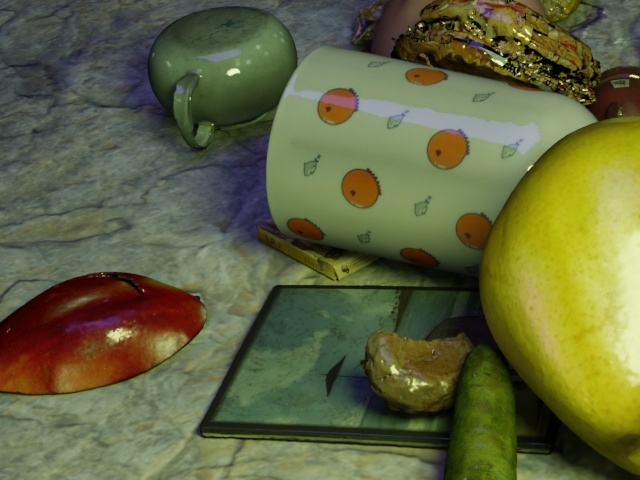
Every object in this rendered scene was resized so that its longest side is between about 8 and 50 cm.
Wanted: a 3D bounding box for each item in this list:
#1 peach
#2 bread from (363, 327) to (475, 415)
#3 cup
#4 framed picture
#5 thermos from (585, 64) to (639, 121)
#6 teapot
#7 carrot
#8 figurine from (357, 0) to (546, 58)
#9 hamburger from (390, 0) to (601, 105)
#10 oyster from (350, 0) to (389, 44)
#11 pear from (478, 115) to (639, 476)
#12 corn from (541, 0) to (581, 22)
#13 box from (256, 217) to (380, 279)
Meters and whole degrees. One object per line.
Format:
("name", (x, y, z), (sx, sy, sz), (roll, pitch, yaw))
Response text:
("peach", (-0.261, 0.084, 1.864), (0.279, 0.068, 0.189), (-17, 29, -13))
("bread", (0.094, 0.127, 1.654), (0.113, 0.060, 0.082), (7, 49, -19))
("cup", (0.129, -0.071, 1.854), (0.317, 0.212, 0.212), (14, 37, 24))
("framed picture", (0.079, 0.120, 1.758), (0.347, 0.016, 0.265), (1, 32, 18))
("thermos", (0.328, -0.093, 1.952), (0.099, 0.124, 0.232), (-3, 38, 17))
("teapot", (-0.124, -0.217, 2.287), (0.193, 0.129, 0.294), (2, 34, 19))
("carrot", (0.136, 0.206, 1.506), (0.074, 0.074, 0.358), (-5, 36, 8))
("figurine", (0.163, -0.228, 2.159), (0.211, 0.261, 0.270), (29, 11, -9))
("hamburger", (0.191, -0.197, 1.937), (0.231, 0.231, 0.107), (20, 78, 40))
("oyster", (0.115, -0.312, 2.459), (0.121, 0.045, 0.146), (-1, 23, 20))
("pear", (0.293, 0.050, 1.575), (0.285, 0.285, 0.336), (-20, 46, -18))
("corn", (0.339, -0.399, 2.491), (0.102, 0.102, 0.313), (-1, 31, 14))
("box", (0.000, 0.000, 1.979), (0.073, 0.020, 0.149), (-27, 35, -31))
